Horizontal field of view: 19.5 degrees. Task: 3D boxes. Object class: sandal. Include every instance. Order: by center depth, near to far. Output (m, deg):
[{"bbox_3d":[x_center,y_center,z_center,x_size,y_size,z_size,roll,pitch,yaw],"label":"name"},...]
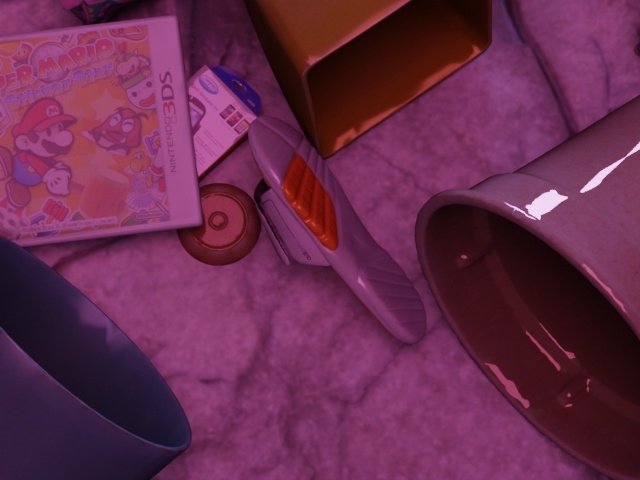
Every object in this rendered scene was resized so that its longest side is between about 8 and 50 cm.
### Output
[{"bbox_3d":[-0.003,0.004,1.785,0.076,0.102,0.265,-33,96,28],"label":"sandal"}]

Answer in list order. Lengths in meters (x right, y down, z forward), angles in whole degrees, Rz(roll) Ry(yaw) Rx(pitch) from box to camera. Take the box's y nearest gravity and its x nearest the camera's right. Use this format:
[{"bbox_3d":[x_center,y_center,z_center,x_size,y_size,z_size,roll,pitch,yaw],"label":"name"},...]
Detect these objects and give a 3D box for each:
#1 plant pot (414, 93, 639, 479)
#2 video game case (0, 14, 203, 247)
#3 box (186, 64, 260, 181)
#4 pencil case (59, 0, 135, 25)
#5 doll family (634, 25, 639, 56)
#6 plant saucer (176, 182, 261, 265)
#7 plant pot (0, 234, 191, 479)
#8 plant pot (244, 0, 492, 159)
[{"bbox_3d":[0.310,0.004,1.703,0.305,0.334,0.334,-39,82,-20],"label":"plant pot"},{"bbox_3d":[-0.237,-0.102,1.795,0.227,0.026,0.206,-7,89,-1],"label":"video game case"},{"bbox_3d":[-0.124,-0.109,1.838,0.136,0.028,0.081,-43,82,-11],"label":"box"},{"bbox_3d":[-0.142,-0.315,1.828,0.284,0.124,0.124,-28,81,-7],"label":"pencil case"},{"bbox_3d":[0.343,-0.266,1.838,0.076,0.111,0.193,-2,79,-2],"label":"doll family"},{"bbox_3d":[-0.100,-0.017,1.825,0.083,0.015,0.083,0,78,-2],"label":"plant saucer"},{"bbox_3d":[-0.300,0.165,1.658,0.293,0.293,0.235,44,98,7],"label":"plant pot"},{"bbox_3d":[0.024,-0.240,1.787,0.212,0.212,0.187,-35,71,-8],"label":"plant pot"}]
